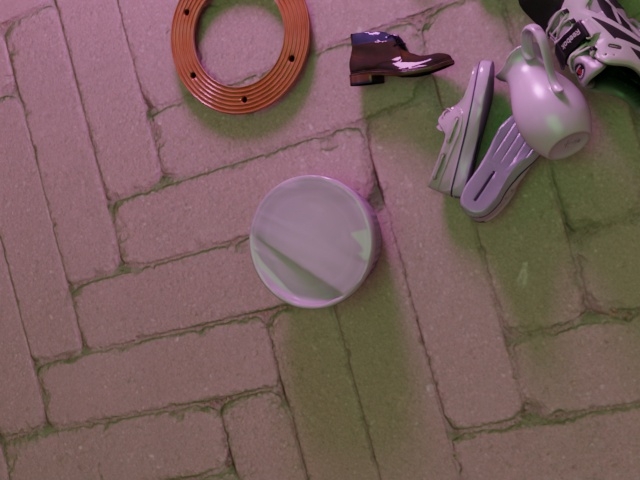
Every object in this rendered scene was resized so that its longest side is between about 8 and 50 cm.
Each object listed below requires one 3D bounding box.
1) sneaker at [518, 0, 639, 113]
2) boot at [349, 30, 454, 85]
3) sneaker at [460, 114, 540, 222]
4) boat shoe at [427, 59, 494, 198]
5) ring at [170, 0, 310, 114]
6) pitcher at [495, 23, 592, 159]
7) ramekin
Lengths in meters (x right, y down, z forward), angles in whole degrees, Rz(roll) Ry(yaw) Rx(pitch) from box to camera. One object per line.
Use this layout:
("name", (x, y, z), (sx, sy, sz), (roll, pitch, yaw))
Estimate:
("sneaker", (0.471, -0.344, 1.537), (0.331, 0.146, 0.122), (38, 148, 13))
("boot", (0.152, -0.370, 1.732), (0.219, 0.082, 0.106), (-5, 95, 25))
("sneaker", (0.353, -0.146, 1.664), (0.094, 0.091, 0.258), (39, 87, 21))
("boat shoe", (0.268, -0.217, 1.692), (0.088, 0.096, 0.267), (16, 109, 17))
("ring", (-0.172, -0.439, 1.892), (0.337, 0.032, 0.336), (2, 94, 23))
("pitcher", (0.395, -0.261, 1.550), (0.126, 0.177, 0.207), (-19, 64, -5))
("ramekin", (0.000, 0.000, 1.802), (0.273, 0.127, 0.272), (2, 95, 22))
